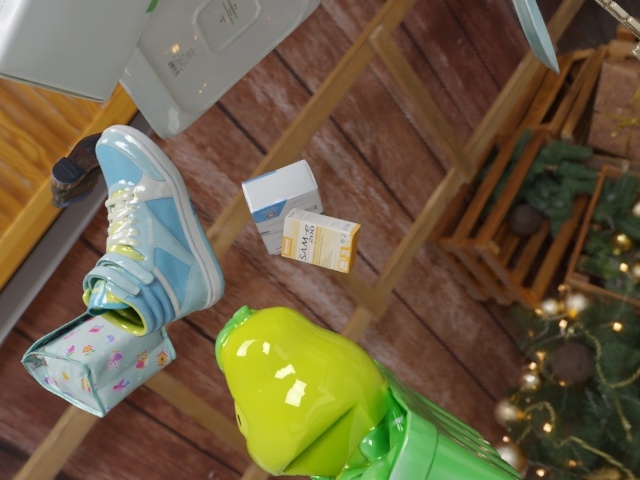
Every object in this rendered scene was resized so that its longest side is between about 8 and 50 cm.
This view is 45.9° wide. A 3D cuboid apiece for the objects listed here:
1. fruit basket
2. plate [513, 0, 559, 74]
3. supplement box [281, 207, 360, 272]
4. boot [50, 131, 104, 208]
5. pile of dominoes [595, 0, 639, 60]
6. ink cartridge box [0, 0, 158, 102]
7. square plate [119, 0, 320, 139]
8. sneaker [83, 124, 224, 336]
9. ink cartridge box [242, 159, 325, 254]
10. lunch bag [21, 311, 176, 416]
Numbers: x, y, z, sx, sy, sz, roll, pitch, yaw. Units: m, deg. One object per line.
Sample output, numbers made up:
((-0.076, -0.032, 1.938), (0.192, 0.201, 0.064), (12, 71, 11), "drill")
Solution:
((0.024, 0.248, 0.858), (0.392, 0.283, 0.392), (20, 179, 0), "fruit basket")
((0.329, -0.342, 1.178), (0.024, 0.188, 0.188), (-21, 133, 25), "plate")
((0.000, 0.000, 1.029), (0.098, 0.036, 0.062), (14, 118, 14), "supplement box")
((-0.513, -0.157, 1.654), (0.082, 0.219, 0.106), (39, 134, 3), "boot")
((0.418, -0.295, 1.059), (0.251, 0.040, 0.196), (52, -154, 23), "pile of dominoes")
((-0.267, -0.297, 0.692), (0.289, 0.211, 0.121), (44, -159, 30), "ink cartridge box")
((-0.136, -0.316, 1.023), (0.049, 0.344, 0.347), (43, 172, 20), "square plate")
((-0.289, -0.005, 1.124), (0.127, 0.208, 0.319), (-21, 100, 46), "sneaker")
((-0.068, -0.063, 1.555), (0.191, 0.139, 0.082), (74, 175, -63), "ink cartridge box")
((-0.483, 0.233, 1.620), (0.262, 0.223, 0.160), (8, 122, 38), "lunch bag")
